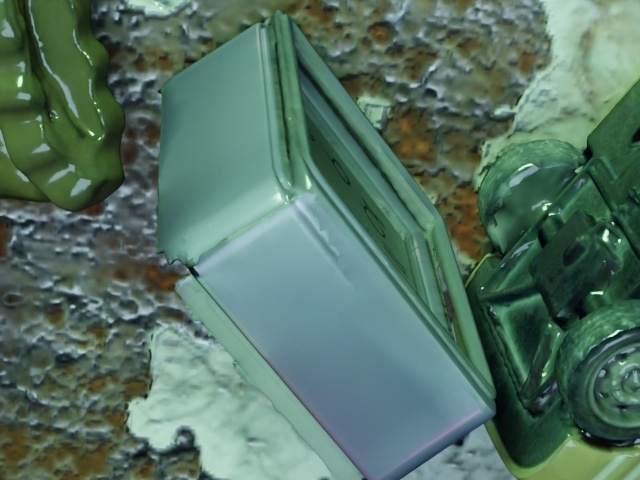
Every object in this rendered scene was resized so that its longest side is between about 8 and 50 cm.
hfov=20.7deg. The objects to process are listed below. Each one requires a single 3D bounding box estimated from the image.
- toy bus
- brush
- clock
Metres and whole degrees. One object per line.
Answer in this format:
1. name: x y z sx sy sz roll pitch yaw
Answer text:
1. toy bus: 0.232 -0.026 0.764 0.202 0.177 0.365 32 111 -25
2. brush: -0.149 -0.153 0.729 0.071 0.084 0.301 -31 118 -34
3. clock: 0.000 0.001 0.754 0.073 0.193 0.145 -33 115 12
